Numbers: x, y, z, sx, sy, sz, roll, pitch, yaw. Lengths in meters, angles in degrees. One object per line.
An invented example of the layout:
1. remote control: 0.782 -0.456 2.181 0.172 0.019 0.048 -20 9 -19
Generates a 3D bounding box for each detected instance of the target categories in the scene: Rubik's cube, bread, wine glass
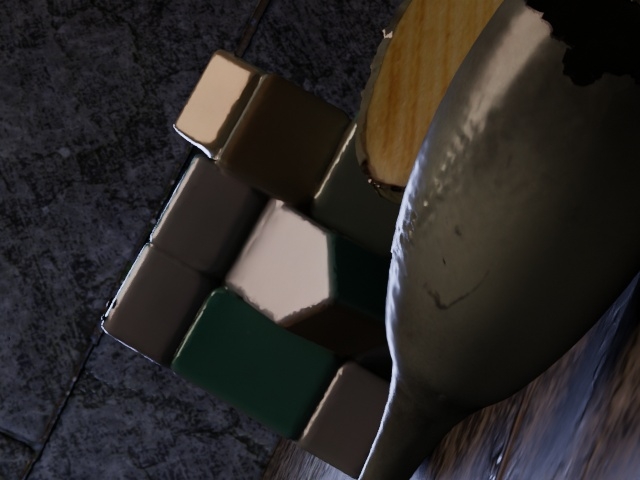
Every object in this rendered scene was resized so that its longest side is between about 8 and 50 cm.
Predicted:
1. Rubik's cube: 0.000 0.000 1.103 0.213 0.224 0.265 -60 -4 4
2. bread: 0.113 -0.125 0.925 0.267 0.040 0.267 -45 23 25
3. wine glass: -0.016 0.004 0.732 0.096 0.264 0.309 -19 -40 -55
